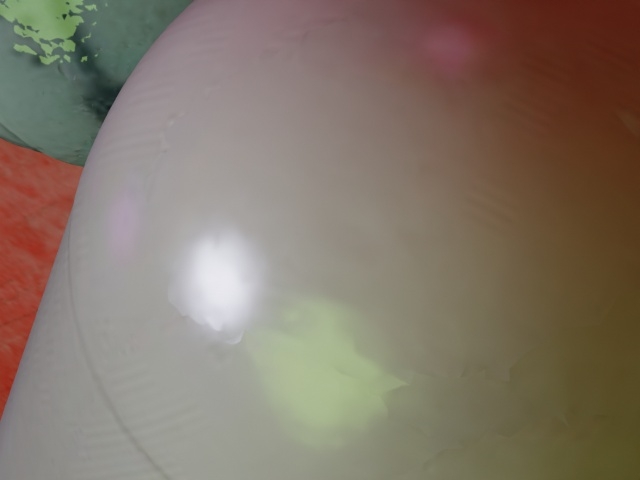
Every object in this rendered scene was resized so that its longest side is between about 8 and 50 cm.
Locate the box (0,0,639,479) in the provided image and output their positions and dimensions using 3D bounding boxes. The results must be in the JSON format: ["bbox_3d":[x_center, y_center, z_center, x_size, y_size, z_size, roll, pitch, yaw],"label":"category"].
[{"bbox_3d":[0.058,0.032,0.507,0.349,0.288,0.141,121,133,-58],"label":"box"}]

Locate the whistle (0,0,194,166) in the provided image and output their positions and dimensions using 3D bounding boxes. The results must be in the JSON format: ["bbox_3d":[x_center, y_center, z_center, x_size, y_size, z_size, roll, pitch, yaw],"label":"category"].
[{"bbox_3d":[-0.040,-0.073,0.529,0.163,0.163,0.290,5,141,35],"label":"whistle"}]
